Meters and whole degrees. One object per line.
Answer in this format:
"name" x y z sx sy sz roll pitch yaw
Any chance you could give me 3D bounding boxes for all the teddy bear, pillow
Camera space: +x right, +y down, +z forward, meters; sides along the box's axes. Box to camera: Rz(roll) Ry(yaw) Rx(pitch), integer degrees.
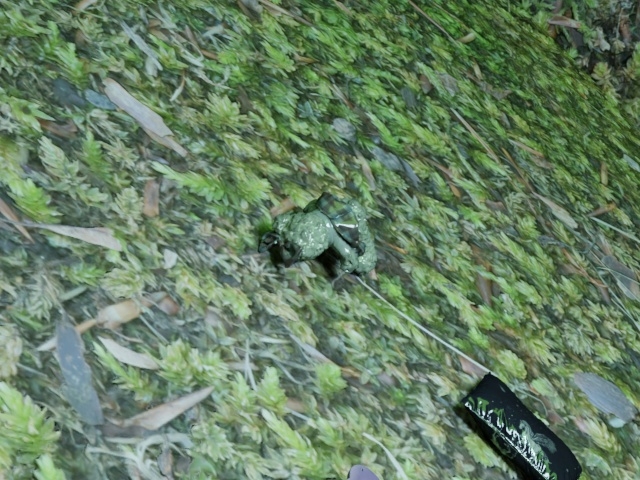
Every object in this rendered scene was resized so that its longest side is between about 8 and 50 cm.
"teddy bear" 0.015 -0.015 2.039 0.213 0.111 0.133 -2 45 -52
"pillow" 0.299 0.287 2.001 0.208 0.055 0.141 45 21 8

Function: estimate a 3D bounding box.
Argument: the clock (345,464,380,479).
"clock" 0.072 0.347 1.657 0.153 0.050 0.110 35 29 -9
